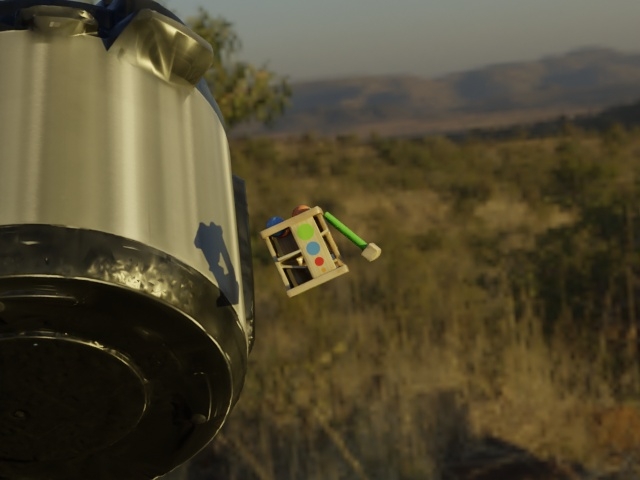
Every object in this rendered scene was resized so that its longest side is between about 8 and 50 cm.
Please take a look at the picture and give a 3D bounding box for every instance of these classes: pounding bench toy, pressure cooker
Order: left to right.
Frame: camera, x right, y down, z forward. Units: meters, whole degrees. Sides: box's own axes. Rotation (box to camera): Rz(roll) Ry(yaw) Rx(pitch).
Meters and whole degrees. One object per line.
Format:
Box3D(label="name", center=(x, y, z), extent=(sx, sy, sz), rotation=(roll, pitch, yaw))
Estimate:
Box3D(label="pressure cooker", center=(-0.254, -0.019, 1.323), extent=(0.370, 0.375, 0.420), rotation=(-9, 49, 0))
Box3D(label="pounding bench toy", center=(0.000, 0.000, 1.157), extent=(0.083, 0.065, 0.052), rotation=(-24, -2, 2))
